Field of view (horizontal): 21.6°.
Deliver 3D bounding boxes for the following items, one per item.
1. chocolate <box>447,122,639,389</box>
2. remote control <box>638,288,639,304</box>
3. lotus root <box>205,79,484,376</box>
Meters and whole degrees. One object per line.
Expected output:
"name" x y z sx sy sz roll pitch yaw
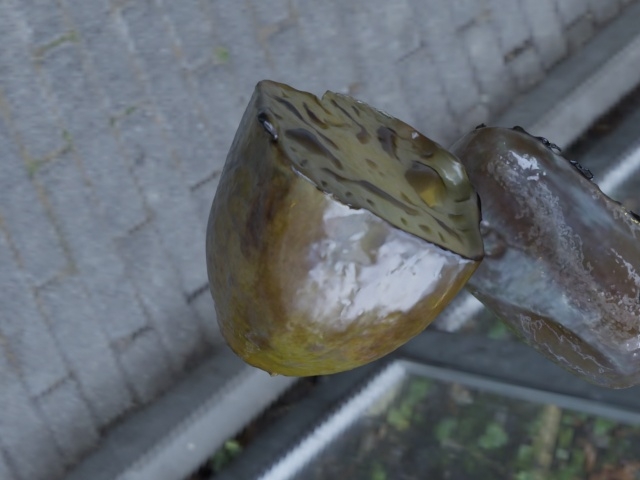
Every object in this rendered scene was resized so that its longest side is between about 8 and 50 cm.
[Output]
"chocolate" 0.185 0.027 1.350 0.261 0.161 0.083 37 45 3
"remote control" 0.277 -0.087 1.167 0.103 0.051 0.293 -36 142 -69
"lotus root" -0.001 0.000 1.207 0.188 0.199 0.180 27 118 -12
